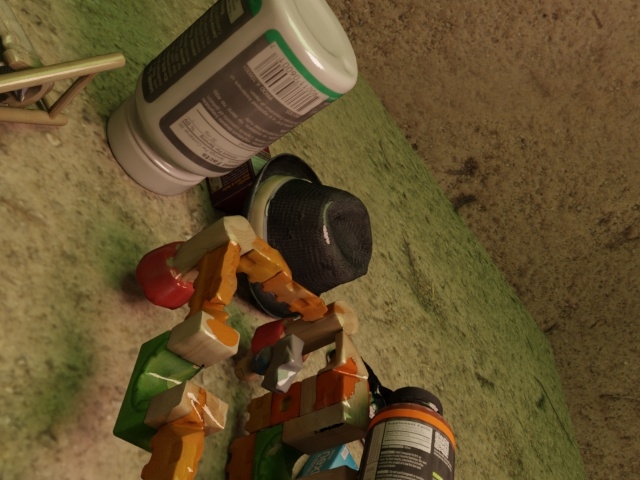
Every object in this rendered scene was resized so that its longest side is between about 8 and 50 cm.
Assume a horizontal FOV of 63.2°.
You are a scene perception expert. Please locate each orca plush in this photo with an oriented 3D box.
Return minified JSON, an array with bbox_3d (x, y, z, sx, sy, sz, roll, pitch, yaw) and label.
[{"bbox_3d":[0.111,0.336,0.998,0.151,0.102,0.288,17,52,-54],"label":"orca plush"}]

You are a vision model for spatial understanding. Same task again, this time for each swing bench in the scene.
[{"bbox_3d":[-0.414,-0.262,0.577,0.253,0.165,0.254,62,33,-3],"label":"swing bench"}]

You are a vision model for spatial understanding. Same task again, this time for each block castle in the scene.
[{"bbox_3d":[-0.111,0.225,0.606,0.303,0.212,0.454,40,34,-32],"label":"block castle"}]

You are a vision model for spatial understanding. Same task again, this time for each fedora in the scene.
[{"bbox_3d":[0.000,0.000,0.940,0.334,0.152,0.334,-14,106,-61],"label":"fedora"}]

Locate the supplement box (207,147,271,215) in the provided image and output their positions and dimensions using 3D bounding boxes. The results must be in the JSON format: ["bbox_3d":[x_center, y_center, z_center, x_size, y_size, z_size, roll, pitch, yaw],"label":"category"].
[{"bbox_3d":[-0.157,-0.156,0.977,0.080,0.104,0.188,17,52,-56],"label":"supplement box"}]

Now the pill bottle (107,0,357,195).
[{"bbox_3d":[-0.142,-0.223,0.783,0.204,0.360,0.204,40,35,-36],"label":"pill bottle"}]

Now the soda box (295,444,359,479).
[{"bbox_3d":[-0.011,0.395,0.769,0.067,0.071,0.210,61,27,-1],"label":"soda box"}]

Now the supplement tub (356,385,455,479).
[{"bbox_3d":[0.095,0.257,0.577,0.106,0.106,0.198,54,29,-15],"label":"supplement tub"}]
